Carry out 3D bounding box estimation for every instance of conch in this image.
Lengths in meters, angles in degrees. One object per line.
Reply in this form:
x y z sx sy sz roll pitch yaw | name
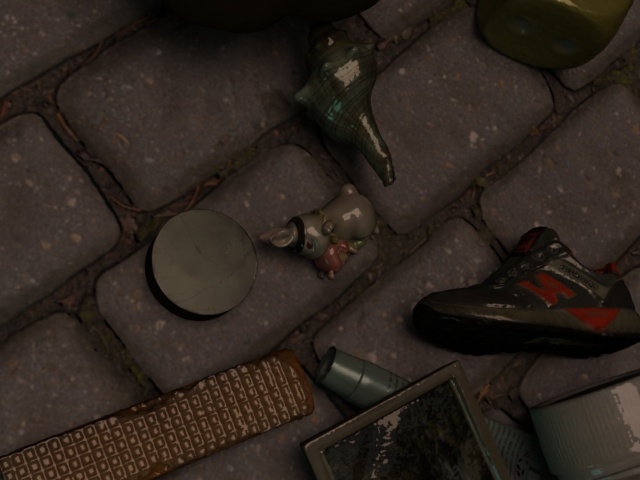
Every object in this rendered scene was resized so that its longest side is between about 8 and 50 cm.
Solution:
0.023 -0.186 1.502 0.114 0.137 0.234 -10 101 2 | conch

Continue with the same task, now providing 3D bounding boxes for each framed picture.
0.138 0.341 1.403 0.240 0.020 0.324 -24 93 -22 | framed picture

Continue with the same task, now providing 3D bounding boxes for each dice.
0.338 -0.359 1.645 0.169 0.169 0.166 21 68 -15 | dice

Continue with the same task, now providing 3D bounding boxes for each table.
-0.147 0.031 1.407 0.133 0.043 0.134 6 73 -20 | table

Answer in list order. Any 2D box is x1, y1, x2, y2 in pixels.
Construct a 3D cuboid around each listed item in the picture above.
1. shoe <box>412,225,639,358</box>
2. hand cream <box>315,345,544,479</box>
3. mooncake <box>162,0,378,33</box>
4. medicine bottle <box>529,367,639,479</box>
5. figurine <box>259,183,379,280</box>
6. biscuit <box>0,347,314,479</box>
0.278 0.059 1.525 0.336 0.132 0.171 5 68 -22 | shoe
0.149 0.227 1.455 0.331 0.058 0.085 26 59 -12 | hand cream
-0.080 -0.475 1.430 0.466 0.262 0.467 9 58 -15 | mooncake
0.417 0.357 1.439 0.211 0.211 0.372 -16 81 -25 | medicine bottle
0.006 0.000 1.454 0.146 0.081 0.098 -32 88 -27 | figurine
-0.181 0.225 1.328 0.378 0.054 0.094 -20 83 -26 | biscuit
